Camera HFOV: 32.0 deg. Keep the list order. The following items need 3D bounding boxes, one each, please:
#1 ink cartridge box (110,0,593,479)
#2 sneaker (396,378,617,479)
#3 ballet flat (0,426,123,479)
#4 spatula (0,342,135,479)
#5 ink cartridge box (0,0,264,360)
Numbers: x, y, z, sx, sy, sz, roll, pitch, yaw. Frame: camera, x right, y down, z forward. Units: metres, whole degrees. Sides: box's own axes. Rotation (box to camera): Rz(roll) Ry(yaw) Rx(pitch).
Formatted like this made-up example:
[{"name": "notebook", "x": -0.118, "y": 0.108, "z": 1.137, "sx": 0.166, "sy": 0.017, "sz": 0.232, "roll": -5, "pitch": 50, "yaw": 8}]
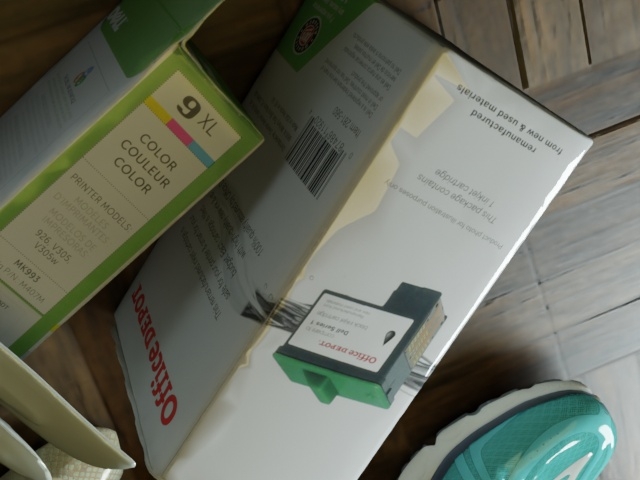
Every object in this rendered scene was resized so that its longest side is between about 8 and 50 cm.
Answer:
[{"name": "ink cartridge box", "x": 0.000, "y": 0.000, "z": 0.530, "sx": 0.092, "sy": 0.160, "sz": 0.219, "roll": 26, "pitch": 104, "yaw": -26}, {"name": "sneaker", "x": 0.086, "y": 0.202, "z": 0.672, "sx": 0.275, "sy": 0.110, "sz": 0.107, "roll": -45, "pitch": 120, "yaw": -7}, {"name": "ballet flat", "x": -0.174, "y": 0.167, "z": 0.611, "sx": 0.168, "sy": 0.052, "sz": 0.057, "roll": -36, "pitch": 119, "yaw": 0}, {"name": "spatula", "x": -0.205, "y": 0.035, "z": 0.482, "sx": 0.242, "sy": 0.168, "sz": 0.019, "roll": 44, "pitch": 55, "yaw": -15}, {"name": "ink cartridge box", "x": -0.091, "y": -0.050, "z": 0.507, "sx": 0.209, "sy": 0.109, "sz": 0.062, "roll": -43, "pitch": 119, "yaw": 4}]
